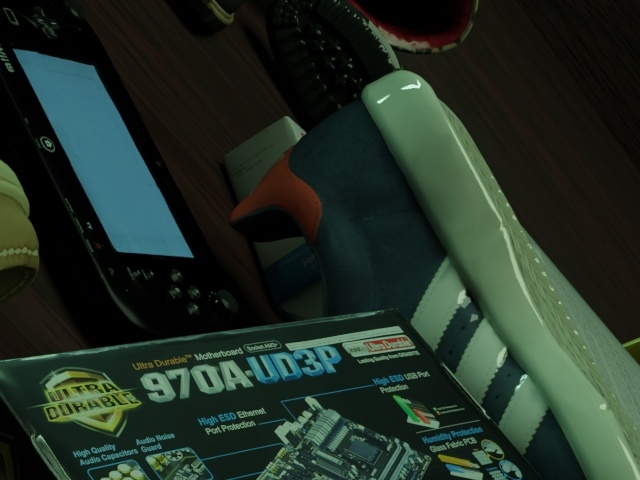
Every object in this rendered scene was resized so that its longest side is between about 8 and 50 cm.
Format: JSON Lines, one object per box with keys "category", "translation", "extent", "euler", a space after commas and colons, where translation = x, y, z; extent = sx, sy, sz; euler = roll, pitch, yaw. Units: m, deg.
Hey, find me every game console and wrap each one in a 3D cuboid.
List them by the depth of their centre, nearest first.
{"category": "game console", "translation": [-0.072, 0.030, 0.825], "extent": [0.361, 0.044, 0.213], "euler": [61, 15, 18]}

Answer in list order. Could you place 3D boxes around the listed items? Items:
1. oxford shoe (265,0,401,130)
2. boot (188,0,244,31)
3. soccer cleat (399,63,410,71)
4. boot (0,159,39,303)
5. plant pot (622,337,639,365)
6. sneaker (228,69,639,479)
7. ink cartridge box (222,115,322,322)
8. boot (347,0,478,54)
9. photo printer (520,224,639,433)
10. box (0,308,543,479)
{"category": "oxford shoe", "translation": [0.032, -0.088, 1.391], "extent": [0.227, 0.083, 0.096], "euler": [55, -4, -8]}
{"category": "boot", "translation": [-0.035, -0.219, 1.298], "extent": [0.077, 0.137, 0.198], "euler": [52, 15, -16]}
{"category": "soccer cleat", "translation": [0.070, -0.076, 1.494], "extent": [0.179, 0.060, 0.072], "euler": [52, 16, -27]}
{"category": "boot", "translation": [-0.108, 0.081, 0.486], "extent": [0.203, 0.095, 0.262], "euler": [57, 16, 2]}
{"category": "plant pot", "translation": [0.395, 0.194, 1.714], "extent": [0.212, 0.212, 0.187], "euler": [-101, 166, -57]}
{"category": "sneaker", "translation": [0.069, 0.093, 0.939], "extent": [0.350, 0.148, 0.131], "euler": [63, 10, 23]}
{"category": "ink cartridge box", "translation": [0.000, 0.000, 1.107], "extent": [0.088, 0.052, 0.122], "euler": [40, 20, -47]}
{"category": "boot", "translation": [-0.022, -0.323, 1.505], "extent": [0.377, 0.138, 0.284], "euler": [54, 2, -37]}
{"category": "photo printer", "translation": [0.169, 0.139, 1.250], "extent": [0.307, 0.107, 0.256], "euler": [46, 18, -38]}
{"category": "box", "translation": [0.000, 0.108, 0.655], "extent": [0.220, 0.051, 0.175], "euler": [-5, 47, -50]}
